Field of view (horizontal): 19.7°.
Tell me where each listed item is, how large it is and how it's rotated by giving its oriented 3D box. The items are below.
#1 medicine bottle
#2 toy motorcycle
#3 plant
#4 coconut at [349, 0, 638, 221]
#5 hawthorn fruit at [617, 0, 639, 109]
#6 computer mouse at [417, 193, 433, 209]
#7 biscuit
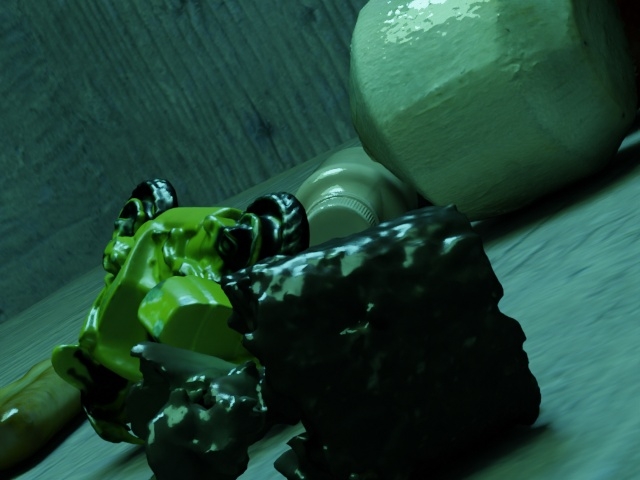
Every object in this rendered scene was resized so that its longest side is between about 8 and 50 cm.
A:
[{"bbox_3d":[0.029,-0.020,1.714,0.114,0.114,0.252,-27,5,9],"label":"medicine bottle"},{"bbox_3d":[-0.101,0.058,1.352,0.142,0.206,0.342,5,1,-26],"label":"toy motorcycle"},{"bbox_3d":[-0.001,0.069,0.900,0.203,0.131,0.142,-18,6,-1],"label":"plant"},{"bbox_3d":[0.141,-0.143,1.622,0.247,0.245,0.245,-18,9,26],"label":"coconut"},{"bbox_3d":[0.229,-0.219,1.822,0.210,0.230,0.266,-10,-2,40],"label":"hawthorn fruit"},{"bbox_3d":[0.137,-0.089,2.063,0.122,0.073,0.217,-24,8,34],"label":"computer mouse"},{"bbox_3d":[-0.329,0.189,1.776,0.237,0.062,0.290,-27,5,12],"label":"biscuit"}]
